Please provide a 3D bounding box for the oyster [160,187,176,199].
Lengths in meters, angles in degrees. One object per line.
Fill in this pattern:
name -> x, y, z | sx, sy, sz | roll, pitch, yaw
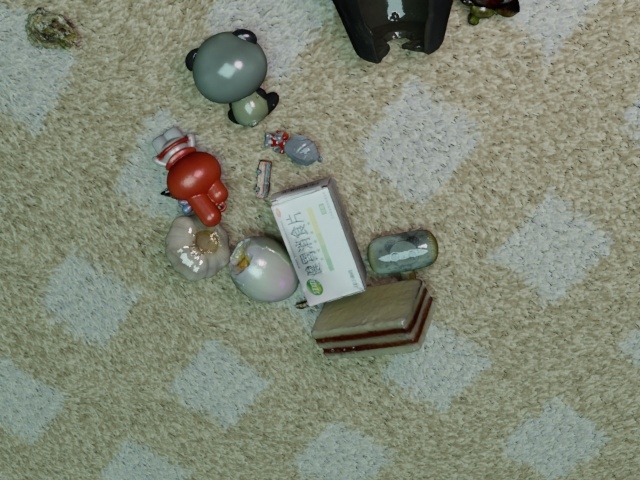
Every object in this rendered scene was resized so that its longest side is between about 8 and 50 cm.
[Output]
oyster -> -0.388, -0.140, 1.796 | 0.132, 0.029, 0.086 | -30, 105, 9

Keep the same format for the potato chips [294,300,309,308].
potato chips -> 0.007, 0.148, 1.881 | 0.204, 0.026, 0.037 | -39, 97, 17

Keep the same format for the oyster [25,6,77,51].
oyster -> -0.711, -0.557, 1.650 | 0.165, 0.053, 0.109 | 11, 102, 8

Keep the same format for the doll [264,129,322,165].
doll -> -0.074, -0.254, 1.706 | 0.180, 0.079, 0.094 | 21, 127, 10

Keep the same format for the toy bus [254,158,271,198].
toy bus -> -0.162, -0.174, 1.765 | 0.043, 0.031, 0.110 | 6, 112, -5

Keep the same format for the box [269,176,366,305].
box -> 0.000, -0.002, 1.746 | 0.173, 0.145, 0.333 | -18, 105, 10

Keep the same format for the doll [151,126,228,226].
doll -> -0.350, -0.174, 1.717 | 0.161, 0.130, 0.290 | -36, 89, -13

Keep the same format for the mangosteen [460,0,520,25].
mangosteen -> 0.414, -0.618, 1.482 | 0.172, 0.173, 0.184 | -28, 133, 14

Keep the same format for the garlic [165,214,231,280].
garlic -> -0.381, 0.038, 1.816 | 0.199, 0.199, 0.226 | 49, 139, -14

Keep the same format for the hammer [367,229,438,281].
hammer -> 0.256, 0.116, 1.816 | 0.201, 0.113, 0.306 | -9, 119, 12

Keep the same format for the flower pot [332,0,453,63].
flower pot -> 0.171, -0.580, 1.449 | 0.379, 0.379, 0.251 | -9, 131, 8

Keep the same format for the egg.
egg -> -0.149, 0.089, 1.787 | 0.217, 0.183, 0.183 | 25, 114, -33

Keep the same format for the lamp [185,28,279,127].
lamp -> -0.218, -0.416, 1.605 | 0.197, 0.198, 0.244 | -20, 132, 12

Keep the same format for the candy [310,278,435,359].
candy -> 0.151, 0.227, 1.763 | 0.320, 0.179, 0.135 | -12, 126, 33
